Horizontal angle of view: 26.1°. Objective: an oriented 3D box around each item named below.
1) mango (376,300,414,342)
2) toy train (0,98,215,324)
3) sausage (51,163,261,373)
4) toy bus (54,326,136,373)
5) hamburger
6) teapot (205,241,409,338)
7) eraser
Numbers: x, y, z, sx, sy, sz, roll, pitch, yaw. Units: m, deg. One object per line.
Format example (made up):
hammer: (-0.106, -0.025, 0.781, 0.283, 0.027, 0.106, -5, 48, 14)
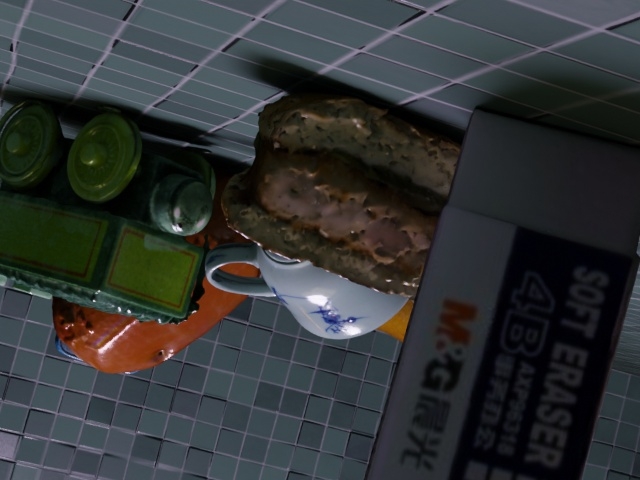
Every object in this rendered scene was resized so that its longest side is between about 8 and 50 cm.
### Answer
mango: (0.134, 0.046, 1.346, 0.295, 0.120, 0.177, 16, -142, 26)
toy train: (-0.226, -0.028, 1.355, 0.272, 0.188, 0.159, 13, 174, 37)
sausage: (-0.168, 0.029, 1.488, 0.153, 0.268, 0.141, 37, -161, -50)
toy bus: (-0.232, 0.028, 1.646, 0.114, 0.246, 0.134, 18, 177, -14)
hamburger: (0.051, -0.032, 1.003, 0.262, 0.124, 0.131, 22, -170, -28)
teapot: (0.000, 0.000, 1.274, 0.232, 0.159, 0.159, -22, 156, 26)
eraser: (0.116, 0.068, 0.878, 0.130, 0.287, 0.086, 15, 171, 1)
